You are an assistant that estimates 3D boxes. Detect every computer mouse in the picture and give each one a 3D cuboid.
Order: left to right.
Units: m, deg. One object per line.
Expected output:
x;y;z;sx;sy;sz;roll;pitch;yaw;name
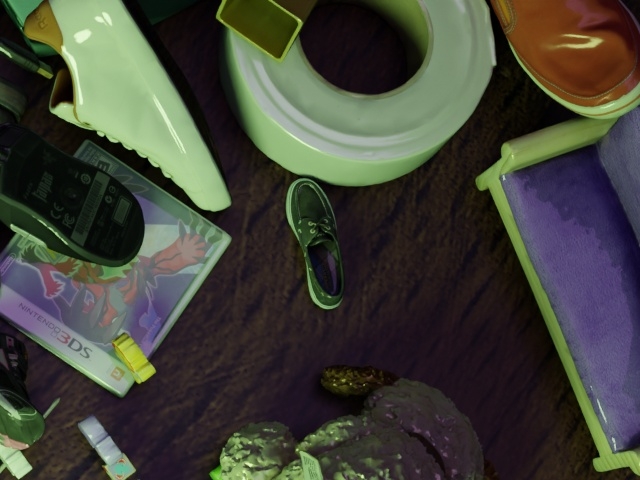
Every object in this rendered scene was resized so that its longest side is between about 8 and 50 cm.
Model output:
-0.282;-0.087;1.398;0.262;0.060;0.184;29;56;-30;computer mouse

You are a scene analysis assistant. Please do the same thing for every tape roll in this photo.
0.037;-0.204;1.515;0.286;0.100;0.286;3;76;-11;tape roll

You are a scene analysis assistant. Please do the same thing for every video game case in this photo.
-0.219;0.027;1.446;0.183;0.023;0.201;34;72;-2;video game case

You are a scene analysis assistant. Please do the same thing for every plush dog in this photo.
0.069;0.226;1.388;0.262;0.210;0.225;48;44;-3;plush dog

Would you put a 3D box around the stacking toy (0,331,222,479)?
-0.188;0.225;1.378;0.167;0.052;0.221;-38;96;-17;stacking toy

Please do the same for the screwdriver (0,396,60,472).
-0.307;0.218;1.382;0.024;0.025;0.170;38;73;-1;screwdriver

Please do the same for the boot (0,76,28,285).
-0.418;-0.072;1.389;0.263;0.091;0.229;15;72;-10;boot

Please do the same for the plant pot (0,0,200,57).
-0.221;-0.300;1.457;0.234;0.166;0.165;-32;85;-9;plant pot

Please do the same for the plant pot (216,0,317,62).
-0.042;-0.245;1.417;0.081;0.081;0.083;34;61;-2;plant pot

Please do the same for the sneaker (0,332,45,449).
-0.305;0.123;1.347;0.077;0.072;0.178;-32;47;-27;sneaker

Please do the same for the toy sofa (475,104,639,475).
0.311;0.048;1.473;0.150;0.177;0.362;-19;82;-16;toy sofa

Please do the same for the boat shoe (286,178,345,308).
0.000;0.000;1.488;0.049;0.040;0.142;-12;80;-14;boat shoe

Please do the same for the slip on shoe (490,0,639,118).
0.227;-0.260;1.471;0.123;0.101;0.331;-34;63;15;slip on shoe

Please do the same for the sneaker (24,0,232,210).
-0.191;-0.132;1.411;0.123;0.106;0.290;-27;123;5;sneaker
